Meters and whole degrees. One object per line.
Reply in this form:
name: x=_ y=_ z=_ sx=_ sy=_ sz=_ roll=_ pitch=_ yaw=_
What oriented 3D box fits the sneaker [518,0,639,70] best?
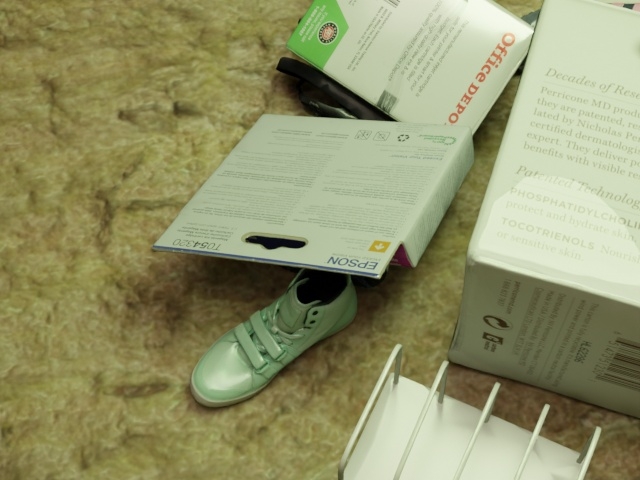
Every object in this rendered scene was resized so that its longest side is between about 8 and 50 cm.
sneaker: x=0.417 y=-0.281 z=1.813 sx=0.318 sy=0.112 sz=0.131 roll=-12 pitch=60 yaw=-3

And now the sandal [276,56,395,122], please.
sandal: x=0.030 y=-0.190 z=1.793 sx=0.254 sy=0.097 sz=0.054 roll=36 pitch=96 yaw=18

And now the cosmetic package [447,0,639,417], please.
cosmetic package: x=0.374 y=-0.031 z=1.565 sx=0.327 sy=0.329 sz=0.394 roll=16 pitch=64 yaw=9

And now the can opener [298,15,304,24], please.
can opener: x=0.056 y=-0.310 z=1.872 sx=0.186 sy=0.059 sz=0.073 roll=9 pitch=36 yaw=-5

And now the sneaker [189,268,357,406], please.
sneaker: x=-0.066 y=0.111 z=1.605 sx=0.256 sy=0.151 sz=0.094 roll=-33 pitch=68 yaw=-13

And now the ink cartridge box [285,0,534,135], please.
ink cartridge box: x=0.131 y=-0.277 z=1.749 sx=0.289 sy=0.121 sz=0.211 roll=35 pitch=96 yaw=6

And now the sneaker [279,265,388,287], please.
sneaker: x=0.000 y=0.000 z=1.712 sx=0.211 sy=0.080 sz=0.081 roll=20 pitch=44 yaw=10

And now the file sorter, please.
file sorter: x=0.175 y=0.271 z=1.505 sx=0.277 sy=0.173 sz=0.193 roll=22 pitch=65 yaw=13

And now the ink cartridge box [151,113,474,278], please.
ink cartridge box: x=-0.002 y=-0.048 z=1.620 sx=0.324 sy=0.071 sz=0.330 roll=7 pitch=41 yaw=26
